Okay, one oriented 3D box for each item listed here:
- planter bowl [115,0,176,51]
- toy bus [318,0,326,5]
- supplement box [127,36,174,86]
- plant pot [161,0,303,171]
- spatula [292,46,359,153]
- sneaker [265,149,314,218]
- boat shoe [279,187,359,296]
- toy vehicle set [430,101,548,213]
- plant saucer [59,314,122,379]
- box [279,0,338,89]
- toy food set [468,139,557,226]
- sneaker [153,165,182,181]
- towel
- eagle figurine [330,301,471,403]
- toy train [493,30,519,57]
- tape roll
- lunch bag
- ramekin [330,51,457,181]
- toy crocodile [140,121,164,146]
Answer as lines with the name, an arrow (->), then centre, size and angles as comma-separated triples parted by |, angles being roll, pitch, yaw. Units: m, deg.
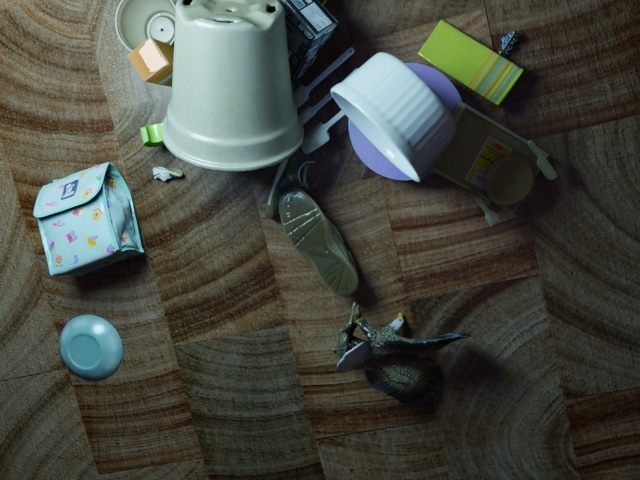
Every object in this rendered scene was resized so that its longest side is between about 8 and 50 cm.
planter bowl -> -0.413, -0.537, 1.481 | 0.162, 0.109, 0.162 | 1, 98, 9
toy bus -> -0.025, -0.671, 1.384 | 0.149, 0.220, 0.211 | 31, 69, 37
supplement box -> -0.365, -0.422, 1.426 | 0.080, 0.233, 0.078 | -33, 91, 16
plant pot -> -0.193, -0.372, 1.301 | 0.334, 0.333, 0.305 | 12, 132, 7
spatula -> 0.017, -0.340, 1.439 | 0.242, 0.019, 0.168 | -35, 66, 25
sneaker -> -0.074, -0.137, 1.507 | 0.086, 0.064, 0.192 | 20, 97, 10
boat shoe -> 0.000, 0.000, 1.498 | 0.109, 0.098, 0.302 | -33, 96, 16
toy vehicle set -> 0.393, -0.189, 1.390 | 0.267, 0.035, 0.166 | 24, 101, -21
plant saucer -> -0.659, 0.309, 1.671 | 0.195, 0.037, 0.194 | 1, 98, 8
box -> -0.126, -0.529, 1.378 | 0.307, 0.242, 0.076 | 47, 63, 1
toy food set -> 0.444, -0.138, 1.387 | 0.192, 0.038, 0.132 | -39, 107, 6
sneaker -> -0.406, -0.174, 1.573 | 0.083, 0.032, 0.036 | 12, 113, 12
towel -> 0.357, -0.424, 1.409 | 0.237, 0.021, 0.102 | 37, 97, 13
eagle figurine -> 0.193, 0.271, 1.466 | 0.298, 0.226, 0.225 | 26, 80, 9
toy train -> 0.420, -0.433, 1.414 | 0.036, 0.027, 0.158 | 38, 102, 13
tape roll -> 0.208, -0.284, 1.434 | 0.275, 0.090, 0.274 | 1, 97, 9
lunch bag -> -0.616, -0.059, 1.555 | 0.224, 0.160, 0.262 | -18, 84, 14
ramekin -> 0.164, -0.269, 1.264 | 0.277, 0.277, 0.135 | 45, 94, 1
toy crocodile -> -0.285, -0.275, 1.500 | 0.341, 0.105, 0.115 | 4, 98, 7
